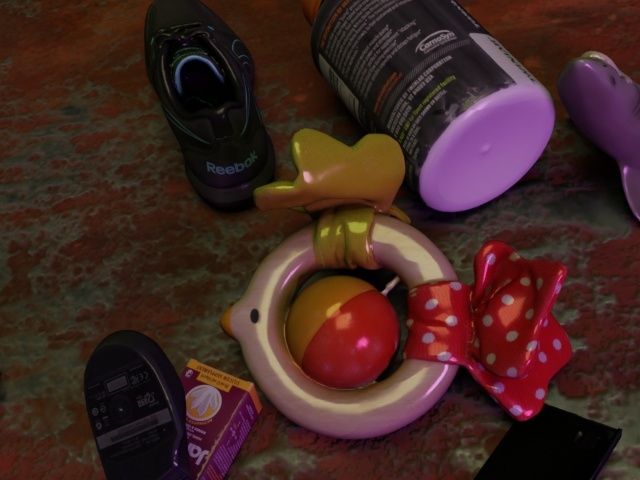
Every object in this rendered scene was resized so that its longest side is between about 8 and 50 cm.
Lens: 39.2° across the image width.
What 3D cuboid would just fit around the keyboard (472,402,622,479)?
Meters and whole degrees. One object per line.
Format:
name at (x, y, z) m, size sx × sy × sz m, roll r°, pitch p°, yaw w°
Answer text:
keyboard at (0.130, 0.195, 0.576) m, size 0.100 × 0.038 × 0.192 m, roll 16°, pitch 56°, yaw 46°

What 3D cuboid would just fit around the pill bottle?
pill bottle at (0.075, -0.149, 0.762) m, size 0.130 × 0.130 × 0.245 m, roll -27°, pitch 56°, yaw -11°

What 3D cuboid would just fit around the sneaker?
sneaker at (-0.105, -0.155, 0.810) m, size 0.101 × 0.106 × 0.267 m, roll -22°, pitch 53°, yaw -6°

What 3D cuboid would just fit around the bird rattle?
bird rattle at (0.045, 0.051, 0.654) m, size 0.253 × 0.143 × 0.207 m, roll 44°, pitch 89°, yaw 11°

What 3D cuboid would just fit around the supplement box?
supplement box at (-0.086, 0.134, 0.635) m, size 0.055 × 0.043 × 0.083 m, roll 18°, pitch 60°, yaw 19°

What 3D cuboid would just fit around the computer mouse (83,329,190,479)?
computer mouse at (-0.095, 0.173, 0.575) m, size 0.071 × 0.041 × 0.242 m, roll -22°, pitch 78°, yaw 23°

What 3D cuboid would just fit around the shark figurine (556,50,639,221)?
shark figurine at (0.297, -0.063, 0.710) m, size 0.278 × 0.166 × 0.116 m, roll 10°, pitch 81°, yaw -5°
